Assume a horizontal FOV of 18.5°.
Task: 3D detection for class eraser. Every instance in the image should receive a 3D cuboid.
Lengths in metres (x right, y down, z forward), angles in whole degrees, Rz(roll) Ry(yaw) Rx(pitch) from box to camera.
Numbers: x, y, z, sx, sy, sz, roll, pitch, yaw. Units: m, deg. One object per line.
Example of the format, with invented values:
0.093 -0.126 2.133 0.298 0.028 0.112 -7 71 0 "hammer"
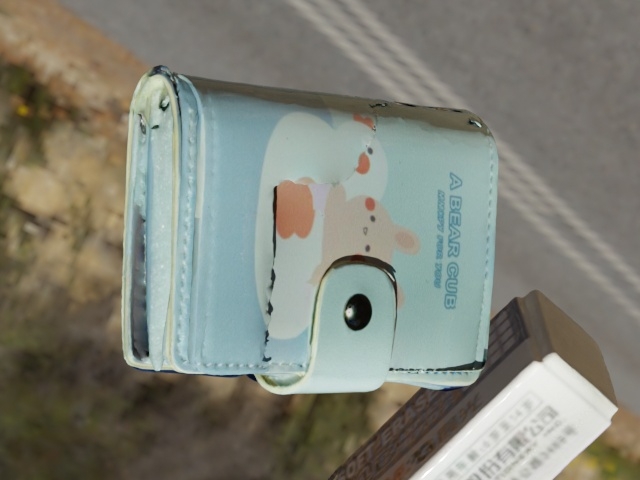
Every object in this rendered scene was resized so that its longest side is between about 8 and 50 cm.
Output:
0.091 0.171 1.455 0.081 0.279 0.124 40 -165 -15 "eraser"

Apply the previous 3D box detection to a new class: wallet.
0.000 0.000 1.130 0.250 0.176 0.075 4 177 -44 "wallet"
